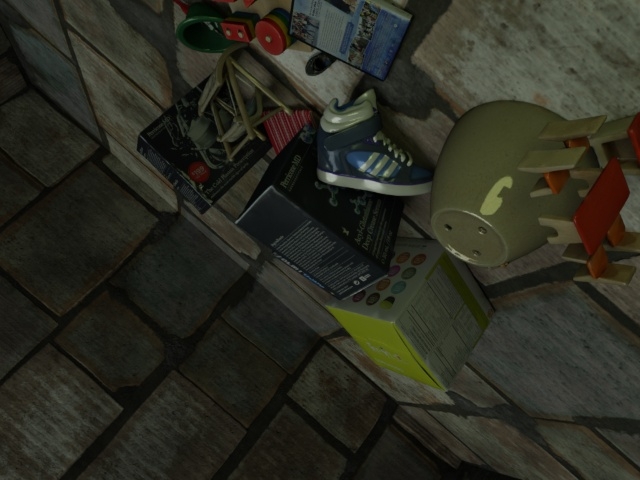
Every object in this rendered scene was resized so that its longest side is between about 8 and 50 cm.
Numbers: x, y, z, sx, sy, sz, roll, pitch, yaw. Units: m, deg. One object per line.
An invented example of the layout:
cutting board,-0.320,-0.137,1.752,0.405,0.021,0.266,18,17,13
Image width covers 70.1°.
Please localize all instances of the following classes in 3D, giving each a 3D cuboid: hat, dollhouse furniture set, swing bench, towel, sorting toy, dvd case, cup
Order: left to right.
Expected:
hat,-0.325,-0.653,1.281,0.208,0.184,0.173,-2,171,-9
swing bench,-0.255,-0.414,1.384,0.255,0.165,0.253,55,155,-9
sorting toy,-0.160,-0.571,1.090,0.255,0.089,0.257,25,152,33
towel,-0.082,-0.322,1.444,0.274,0.031,0.199,18,139,49
dvd case,0.053,-0.459,0.976,0.252,0.022,0.180,26,157,0
cup,0.365,-0.084,0.964,0.331,0.237,0.331,34,157,17
dollhouse furniture set,0.478,-0.093,0.739,0.262,0.259,0.135,51,158,-24

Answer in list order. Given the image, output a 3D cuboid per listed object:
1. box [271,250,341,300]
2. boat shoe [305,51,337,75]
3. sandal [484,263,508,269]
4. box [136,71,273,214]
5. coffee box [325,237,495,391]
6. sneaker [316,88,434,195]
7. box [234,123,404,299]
box,0.000,0.000,1.480,0.295,0.294,0.073,36,131,-24
boat shoe,-0.004,-0.443,1.141,0.049,0.040,0.142,49,156,-19
sandal,0.487,0.049,1.252,0.072,0.049,0.180,38,157,7
box,-0.383,-0.324,1.555,0.312,0.343,0.179,45,158,-12
coffee box,0.292,0.225,1.504,0.337,0.334,0.338,4,137,55
sneaker,0.152,-0.250,1.140,0.322,0.130,0.237,6,115,-3
box,0.013,-0.078,1.308,0.395,0.294,0.212,36,136,-16
